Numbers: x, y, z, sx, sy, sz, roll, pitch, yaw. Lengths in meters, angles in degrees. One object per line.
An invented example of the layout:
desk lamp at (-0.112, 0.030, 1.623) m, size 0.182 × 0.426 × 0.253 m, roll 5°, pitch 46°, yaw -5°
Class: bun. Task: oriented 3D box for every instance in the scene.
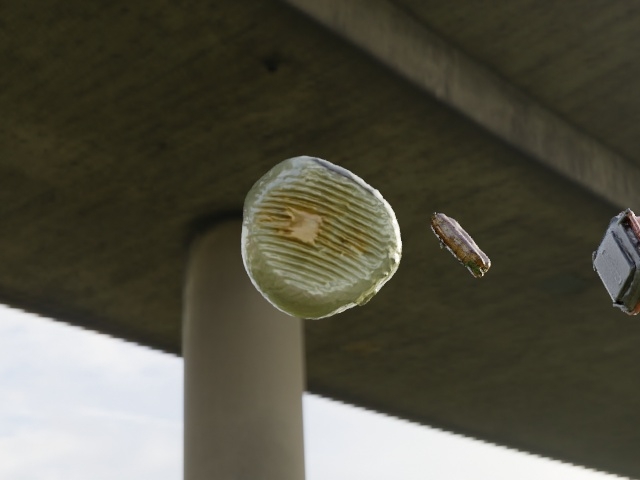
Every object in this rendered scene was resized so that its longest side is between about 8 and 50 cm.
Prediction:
bun at (0.000, 0.000, 1.759) m, size 0.244 × 0.244 × 0.153 m, roll 0°, pitch -10°, yaw -5°

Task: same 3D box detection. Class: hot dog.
hot dog at (0.188, 0.007, 1.640) m, size 0.049 × 0.122 × 0.037 m, roll 20°, pitch -63°, yaw -45°

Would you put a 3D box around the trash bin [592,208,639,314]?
trash bin at (0.674, 0.024, 2.329) m, size 0.238 × 0.161 × 0.184 m, roll -9°, pitch -38°, yaw -15°
